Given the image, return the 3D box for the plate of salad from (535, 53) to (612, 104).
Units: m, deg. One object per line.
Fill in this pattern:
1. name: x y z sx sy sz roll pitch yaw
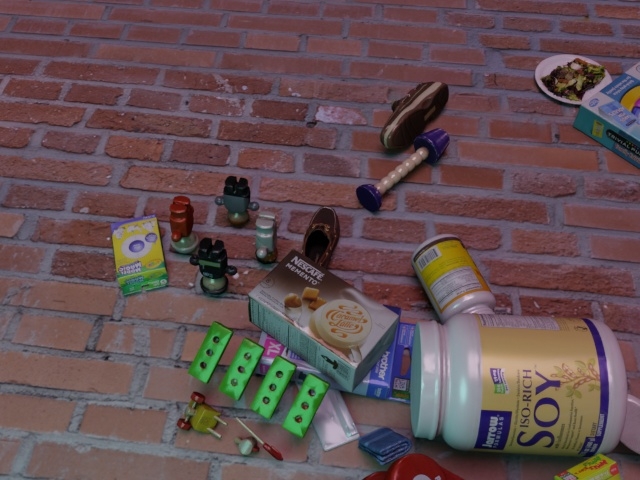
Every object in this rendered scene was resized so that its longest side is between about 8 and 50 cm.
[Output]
1. plate of salad: 0.667 -0.433 1.894 0.200 0.048 0.199 0 54 0

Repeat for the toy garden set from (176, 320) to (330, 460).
1. toy garden set: -0.131 0.292 1.319 0.244 0.049 0.203 27 91 13

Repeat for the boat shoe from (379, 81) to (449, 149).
1. boat shoe: 0.215 -0.313 1.793 0.095 0.095 0.257 23 49 33

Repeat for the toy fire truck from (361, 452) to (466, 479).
1. toy fire truck: 0.171 0.500 1.141 0.254 0.169 0.302 29 54 -4

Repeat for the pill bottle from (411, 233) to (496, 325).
1. pill bottle: 0.274 0.099 1.454 0.117 0.117 0.215 -16 55 -11

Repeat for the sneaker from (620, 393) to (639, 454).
1. sneaker: 0.587 0.335 1.272 0.212 0.080 0.094 43 31 -7

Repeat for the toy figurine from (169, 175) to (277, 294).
1. toy figurine: -0.202 -0.011 1.534 0.210 0.148 0.213 -27 55 -25

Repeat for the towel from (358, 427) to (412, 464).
1. towel: 0.113 0.359 1.267 0.067 0.119 0.029 -20 91 -16

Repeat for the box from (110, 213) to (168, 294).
1. box: -0.392 0.031 1.561 0.105 0.043 0.179 -13 56 -9

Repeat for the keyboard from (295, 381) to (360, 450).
1. keyboard: -0.007 0.279 1.390 0.072 0.014 0.256 -21 55 -9

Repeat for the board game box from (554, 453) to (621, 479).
1. board game box: 0.451 0.450 1.165 0.092 0.043 0.181 -21 99 -15

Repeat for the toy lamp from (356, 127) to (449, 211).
1. toy lamp: 0.199 -0.174 1.686 0.275 0.080 0.080 -38 61 -25

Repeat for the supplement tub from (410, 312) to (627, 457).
1. supplement tub: 0.332 0.250 1.264 0.332 0.241 0.241 2 53 2

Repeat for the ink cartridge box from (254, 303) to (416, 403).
1. ink cartridge box: 0.042 0.198 1.406 0.311 0.065 0.185 12 52 3

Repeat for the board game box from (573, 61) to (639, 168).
1. board game box: 0.838 -0.276 1.755 0.254 0.079 0.336 -35 60 -23

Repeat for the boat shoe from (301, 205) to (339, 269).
1. boat shoe: 0.000 0.000 1.561 0.073 0.073 0.207 6 52 7

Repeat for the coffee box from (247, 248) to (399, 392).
1. coffee box: 0.003 0.145 1.343 0.247 0.098 0.141 33 57 21
